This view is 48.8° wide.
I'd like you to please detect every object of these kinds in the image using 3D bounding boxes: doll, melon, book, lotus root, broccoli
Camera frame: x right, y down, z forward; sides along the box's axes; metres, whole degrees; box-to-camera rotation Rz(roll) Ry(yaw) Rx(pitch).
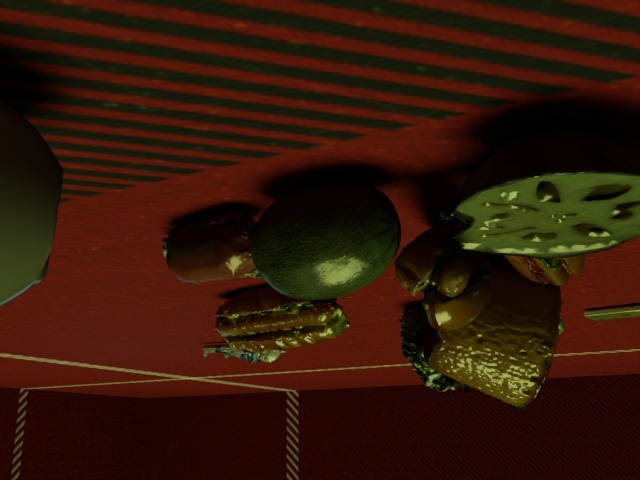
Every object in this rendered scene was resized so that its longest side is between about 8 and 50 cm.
[{"bbox_3d":[-0.181,0.274,1.734,0.227,0.057,0.114,-10,157,35],"label":"doll"},{"bbox_3d":[0.000,0.000,0.692,0.167,0.114,0.114,-16,158,36],"label":"melon"},{"bbox_3d":[0.579,0.140,1.370,0.111,0.014,0.077,-12,162,35],"label":"book"},{"bbox_3d":[0.201,-0.047,0.607,0.203,0.078,0.183,6,157,-22],"label":"lotus root"},{"bbox_3d":[0.300,0.173,1.309,0.304,0.145,0.165,-12,124,4],"label":"broccoli"}]

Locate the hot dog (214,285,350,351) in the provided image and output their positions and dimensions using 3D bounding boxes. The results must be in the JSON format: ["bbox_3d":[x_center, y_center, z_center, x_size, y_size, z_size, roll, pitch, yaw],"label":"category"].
[{"bbox_3d":[-0.071,0.125,1.150,0.269,0.115,0.072,-18,-169,40],"label":"hot dog"}]

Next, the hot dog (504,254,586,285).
[{"bbox_3d":[0.255,0.009,0.824,0.092,0.062,0.235,-6,162,31],"label":"hot dog"}]

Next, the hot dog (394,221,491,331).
[{"bbox_3d":[0.141,0.028,0.736,0.068,0.100,0.249,-37,176,19],"label":"hot dog"}]

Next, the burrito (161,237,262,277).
[{"bbox_3d":[-0.132,0.021,0.884,0.149,0.041,0.055,9,160,-27],"label":"burrito"}]

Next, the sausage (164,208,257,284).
[{"bbox_3d":[-0.118,0.009,0.789,0.141,0.076,0.076,-15,159,37],"label":"sausage"}]

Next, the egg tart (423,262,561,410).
[{"bbox_3d":[0.243,0.120,0.990,0.170,0.215,0.215,14,164,3],"label":"egg tart"}]

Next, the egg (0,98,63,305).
[{"bbox_3d":[-0.291,-0.031,0.457,0.231,0.176,0.176,6,162,-17],"label":"egg"}]
